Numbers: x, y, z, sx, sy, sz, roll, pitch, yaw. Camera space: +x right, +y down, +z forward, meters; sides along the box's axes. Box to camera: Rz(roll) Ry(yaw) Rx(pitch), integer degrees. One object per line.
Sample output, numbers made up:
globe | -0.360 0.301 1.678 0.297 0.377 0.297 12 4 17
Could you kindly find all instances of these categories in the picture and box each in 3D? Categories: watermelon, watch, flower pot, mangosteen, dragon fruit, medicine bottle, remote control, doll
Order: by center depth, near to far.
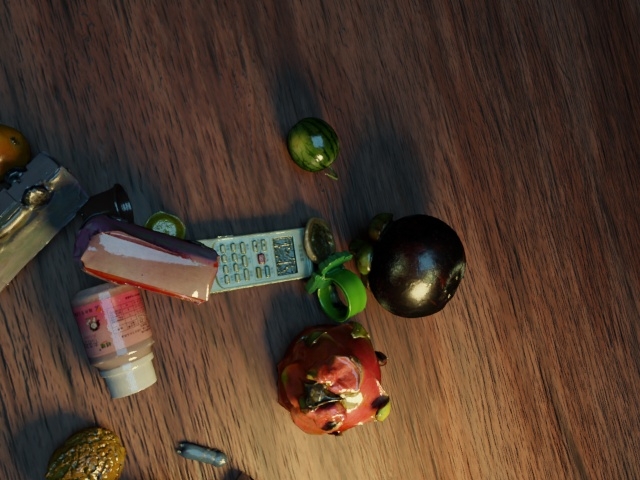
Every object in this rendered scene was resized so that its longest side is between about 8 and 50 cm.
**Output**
medicine bottle | -0.455 0.217 0.999 0.147 0.147 0.247 -17 90 -22
flower pot | -0.502 -0.069 1.038 0.089 0.111 0.111 -14 90 -6
doll | -0.290 0.529 1.095 0.125 0.027 0.037 24 76 -14
dragon fruit | 0.045 0.361 1.135 0.305 0.225 0.306 3 81 -20
remote control | -0.188 0.053 1.167 0.343 0.050 0.145 -8 88 -22
watch | 0.049 0.130 1.179 0.131 0.165 0.152 -20 64 -39
watermelon | -0.009 -0.245 1.219 0.140 0.140 0.187 -37 101 -20
mangosteen | 0.245 0.062 1.228 0.300 0.300 0.301 2 84 -21

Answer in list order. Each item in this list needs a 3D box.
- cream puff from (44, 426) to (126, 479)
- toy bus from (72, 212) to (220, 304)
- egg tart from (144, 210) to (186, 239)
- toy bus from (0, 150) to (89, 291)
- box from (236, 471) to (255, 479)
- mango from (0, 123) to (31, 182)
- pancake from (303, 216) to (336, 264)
cream puff | -0.509 0.492 0.964 0.150 0.115 0.165 23 76 -22
toy bus | -0.376 0.040 0.977 0.302 0.147 0.128 20 93 -25
egg tart | -0.387 -0.023 1.104 0.105 0.039 0.105 1 86 -20
toy bus | -0.639 -0.031 0.934 0.112 0.138 0.317 35 77 27
box | -0.220 0.776 1.075 0.200 0.065 0.343 43 72 -12
mango | -0.727 -0.165 0.925 0.221 0.151 0.120 -30 101 -21
pancake | 0.000 0.000 1.231 0.139 0.022 0.140 21 61 -45
